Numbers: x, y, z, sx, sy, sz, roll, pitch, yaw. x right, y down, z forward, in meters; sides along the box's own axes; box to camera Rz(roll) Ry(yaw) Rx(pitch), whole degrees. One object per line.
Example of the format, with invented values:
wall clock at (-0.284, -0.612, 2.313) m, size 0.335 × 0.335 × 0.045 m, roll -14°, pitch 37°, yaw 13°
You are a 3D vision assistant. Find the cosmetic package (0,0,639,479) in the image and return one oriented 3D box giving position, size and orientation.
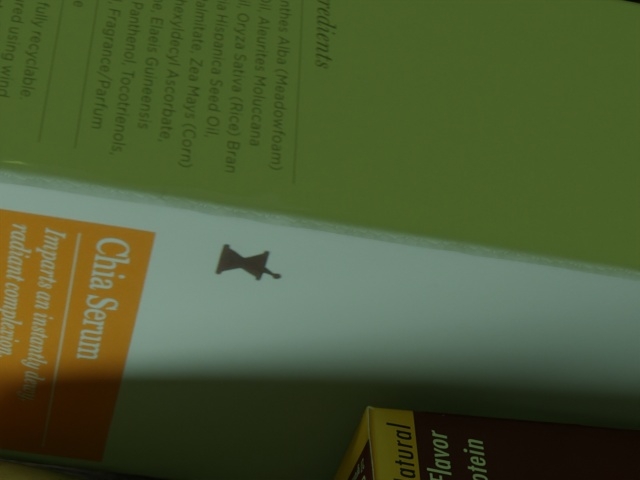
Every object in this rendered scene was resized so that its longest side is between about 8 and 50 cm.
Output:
cosmetic package at (0.000, 0.000, 0.733) m, size 0.453 × 0.230 × 0.161 m, roll 8°, pitch 53°, yaw -9°

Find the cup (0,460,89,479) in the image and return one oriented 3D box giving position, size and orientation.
cup at (-0.161, 0.228, 0.696) m, size 0.331 × 0.237 × 0.331 m, roll -7°, pitch 52°, yaw 9°

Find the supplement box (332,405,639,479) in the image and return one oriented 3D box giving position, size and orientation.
supplement box at (0.103, 0.191, 0.680) m, size 0.194 × 0.129 × 0.191 m, roll 6°, pitch 51°, yaw -12°
